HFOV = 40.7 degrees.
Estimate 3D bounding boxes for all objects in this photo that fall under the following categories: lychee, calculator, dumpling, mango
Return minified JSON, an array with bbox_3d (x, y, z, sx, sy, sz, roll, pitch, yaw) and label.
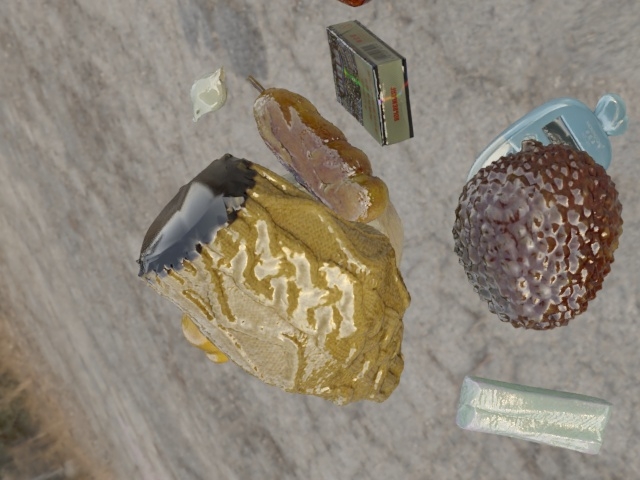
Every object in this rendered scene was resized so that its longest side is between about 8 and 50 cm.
[{"bbox_3d":[0.298,-0.010,1.197,0.236,0.236,0.271,-22,58,61],"label":"lychee"},{"bbox_3d":[0.387,-0.140,1.470,0.188,0.303,0.042,49,-168,-29],"label":"calculator"},{"bbox_3d":[-0.154,-0.205,1.186,0.057,0.052,0.076,-118,23,-65],"label":"dumpling"},{"bbox_3d":[-0.230,0.185,1.919,0.109,0.157,0.262,50,161,24],"label":"mango"}]

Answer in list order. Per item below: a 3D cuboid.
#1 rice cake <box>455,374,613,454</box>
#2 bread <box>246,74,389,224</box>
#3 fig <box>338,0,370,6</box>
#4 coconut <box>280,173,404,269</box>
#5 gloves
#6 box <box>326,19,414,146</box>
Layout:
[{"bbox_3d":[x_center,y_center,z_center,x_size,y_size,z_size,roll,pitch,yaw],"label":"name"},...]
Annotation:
[{"bbox_3d":[0.294,0.242,1.198,0.042,0.222,0.080,-123,46,-73],"label":"rice cake"},{"bbox_3d":[-0.020,-0.161,1.485,0.124,0.084,0.344,-46,78,16],"label":"bread"},{"bbox_3d":[0.073,-0.558,1.793,0.128,0.150,0.128,29,174,3],"label":"fig"},{"bbox_3d":[0.000,0.000,1.925,0.404,0.405,0.404,39,142,39],"label":"coconut"},{"bbox_3d":[-0.016,0.062,0.822,0.356,0.203,0.155,35,-163,-48],"label":"gloves"},{"bbox_3d":[0.111,-0.370,1.994,0.310,0.084,0.198,-124,19,-55],"label":"box"}]
